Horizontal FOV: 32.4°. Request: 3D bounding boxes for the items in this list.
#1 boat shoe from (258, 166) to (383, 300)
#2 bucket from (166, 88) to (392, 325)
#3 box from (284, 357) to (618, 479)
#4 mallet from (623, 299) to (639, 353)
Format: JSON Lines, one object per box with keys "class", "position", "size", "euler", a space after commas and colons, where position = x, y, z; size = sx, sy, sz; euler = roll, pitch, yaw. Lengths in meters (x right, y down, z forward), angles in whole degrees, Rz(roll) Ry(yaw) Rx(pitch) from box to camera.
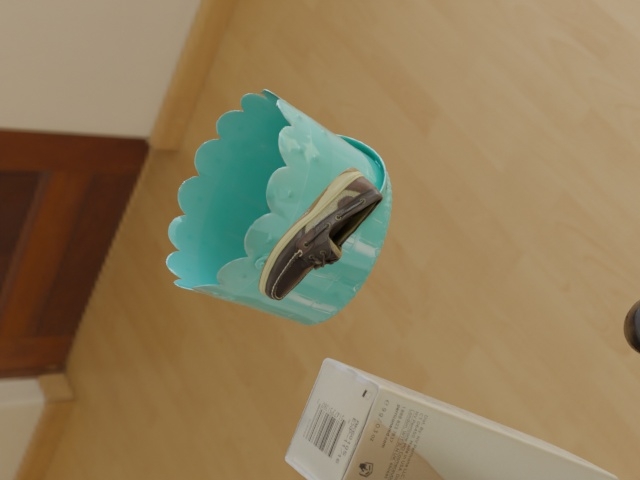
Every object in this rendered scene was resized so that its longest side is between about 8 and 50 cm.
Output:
{"class": "boat shoe", "position": [0.000, 0.000, 1.059], "size": [0.049, 0.056, 0.152], "euler": [39, 94, 25]}
{"class": "bucket", "position": [-0.051, -0.034, 1.400], "size": [0.281, 0.183, 0.281], "euler": [-39, 38, 40]}
{"class": "box", "position": [0.138, 0.239, 1.156], "size": [0.121, 0.311, 0.148], "euler": [-68, 22, -3]}
{"class": "mallet", "position": [0.269, 0.013, 0.671], "size": [0.190, 0.062, 0.039], "euler": [-34, 78, 11]}
